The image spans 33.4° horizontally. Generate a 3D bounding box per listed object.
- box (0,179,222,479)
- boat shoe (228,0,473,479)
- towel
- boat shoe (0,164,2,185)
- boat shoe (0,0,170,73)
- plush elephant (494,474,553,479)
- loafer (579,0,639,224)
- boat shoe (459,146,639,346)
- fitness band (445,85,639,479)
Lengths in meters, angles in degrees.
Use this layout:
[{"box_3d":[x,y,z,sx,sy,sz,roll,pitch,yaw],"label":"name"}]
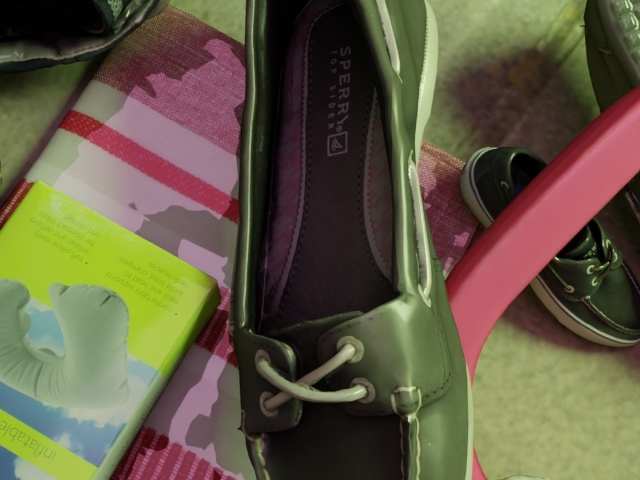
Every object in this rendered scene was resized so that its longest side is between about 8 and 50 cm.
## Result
[{"box_3d":[-0.138,0.072,0.508,0.109,0.042,0.178,28,73,8],"label":"box"},{"box_3d":[0.000,0.000,0.489,0.112,0.095,0.335,-13,64,29],"label":"boat shoe"},{"box_3d":[-0.075,0.049,0.556,0.237,0.037,0.329,28,72,5],"label":"towel"},{"box_3d":[-0.278,0.071,0.502,0.342,0.123,0.123,-42,108,-21],"label":"boat shoe"},{"box_3d":[-0.083,-0.186,0.583,0.340,0.127,0.158,-15,65,0],"label":"boat shoe"},{"box_3d":[0.165,0.210,0.395,0.271,0.330,0.255,12,59,-7],"label":"plush elephant"},{"box_3d":[0.211,-0.044,0.586,0.094,0.087,0.251,-18,91,-3],"label":"loafer"},{"box_3d":[0.131,0.005,0.564,0.142,0.040,0.049,43,69,-13],"label":"boat shoe"},{"box_3d":[0.175,0.046,0.518,0.209,0.054,0.291,43,95,-6],"label":"fitness band"}]
